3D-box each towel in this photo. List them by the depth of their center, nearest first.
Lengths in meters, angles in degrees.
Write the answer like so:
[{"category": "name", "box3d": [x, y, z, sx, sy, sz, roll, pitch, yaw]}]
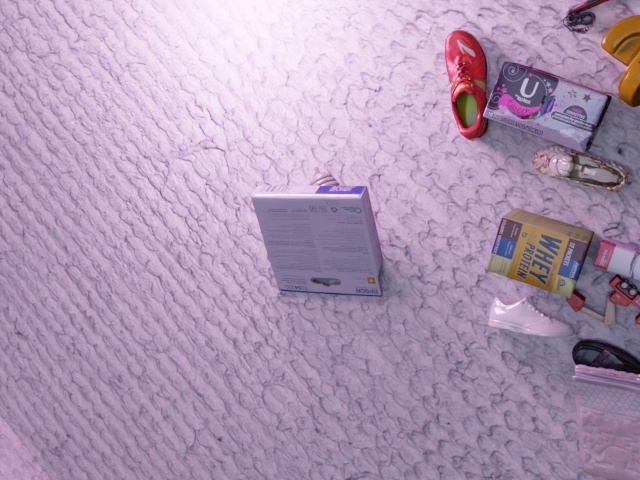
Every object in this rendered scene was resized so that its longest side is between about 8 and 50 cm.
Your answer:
[{"category": "towel", "box3d": [0.765, 0.456, 1.806, 0.332, 0.053, 0.316, 3, 118, 40]}]

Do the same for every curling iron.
[{"category": "curling iron", "box3d": [0.692, -0.561, 1.773, 0.274, 0.035, 0.068, -27, 91, 25]}]

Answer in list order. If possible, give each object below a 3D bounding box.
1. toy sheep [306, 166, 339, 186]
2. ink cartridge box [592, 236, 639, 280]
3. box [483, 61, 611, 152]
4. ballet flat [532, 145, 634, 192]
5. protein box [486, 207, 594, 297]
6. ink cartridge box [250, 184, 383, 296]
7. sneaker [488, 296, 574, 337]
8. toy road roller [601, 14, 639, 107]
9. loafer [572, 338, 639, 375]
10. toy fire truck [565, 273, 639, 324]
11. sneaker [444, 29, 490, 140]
[{"category": "toy sheep", "box3d": [0.009, -0.141, 2.106, 0.091, 0.091, 0.132, -31, 80, 24]}, {"category": "ink cartridge box", "box3d": [0.727, 0.048, 1.811, 0.151, 0.109, 0.063, 20, 104, 19]}, {"category": "box", "box3d": [0.534, -0.316, 1.808, 0.247, 0.163, 0.142, 23, 108, 18]}, {"category": "ballet flat", "box3d": [0.623, -0.174, 1.840, 0.241, 0.077, 0.091, 15, 104, 21]}, {"category": "protein box", "box3d": [0.528, 0.024, 1.844, 0.201, 0.200, 0.136, 19, 105, 19]}, {"category": "ink cartridge box", "box3d": [0.000, 0.000, 2.113, 0.324, 0.071, 0.330, 2, 127, 23]}, {"category": "sneaker", "box3d": [0.532, 0.190, 1.941, 0.212, 0.080, 0.094, 8, 90, 23]}, {"category": "toy road roller", "box3d": [0.773, -0.436, 1.674, 0.240, 0.202, 0.329, 44, 113, 24]}, {"category": "loafer", "box3d": [0.745, 0.348, 1.857, 0.302, 0.095, 0.109, 36, 112, 14]}, {"category": "toy fire truck", "box3d": [0.712, 0.158, 1.869, 0.192, 0.047, 0.135, 41, 112, 11]}, {"category": "sneaker", "box3d": [0.362, -0.384, 1.896, 0.107, 0.118, 0.279, -11, 94, 24]}]
